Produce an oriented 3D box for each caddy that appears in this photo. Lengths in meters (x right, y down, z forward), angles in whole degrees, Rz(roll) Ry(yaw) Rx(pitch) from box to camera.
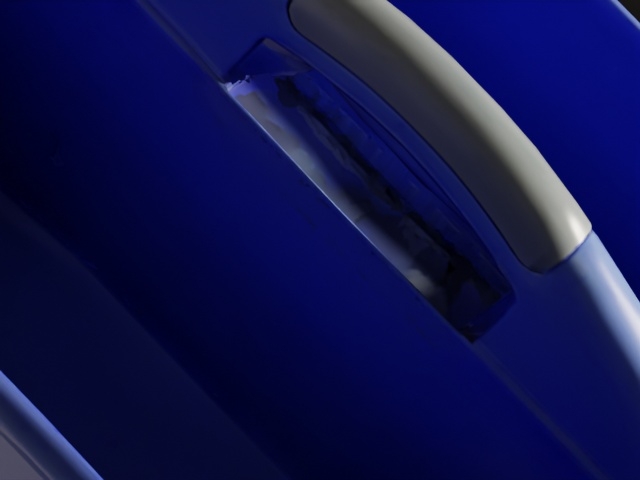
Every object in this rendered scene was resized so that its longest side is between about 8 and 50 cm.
[{"bbox_3d":[0.000,0.000,0.407,0.341,0.179,0.241,46,56,1],"label":"caddy"}]
